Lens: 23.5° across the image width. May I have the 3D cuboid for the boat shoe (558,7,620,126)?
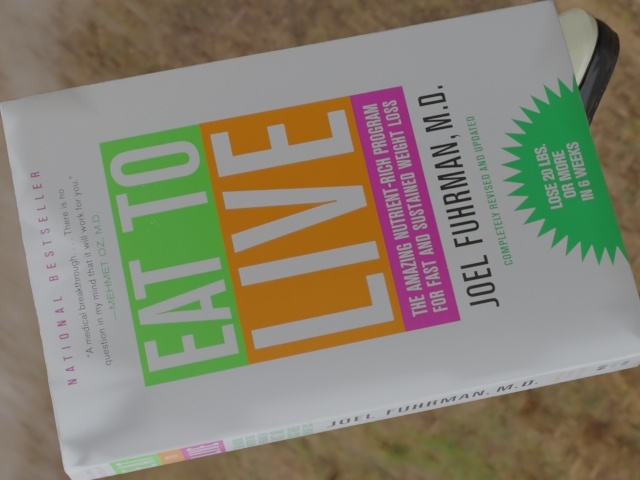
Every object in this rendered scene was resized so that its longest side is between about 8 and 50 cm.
[{"bbox_3d":[0.086,-0.035,0.622,0.042,0.049,0.133,11,126,-20],"label":"boat shoe"}]

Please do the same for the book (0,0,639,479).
[{"bbox_3d":[0.000,0.000,0.390,0.035,0.144,0.096,92,166,-72],"label":"book"}]
